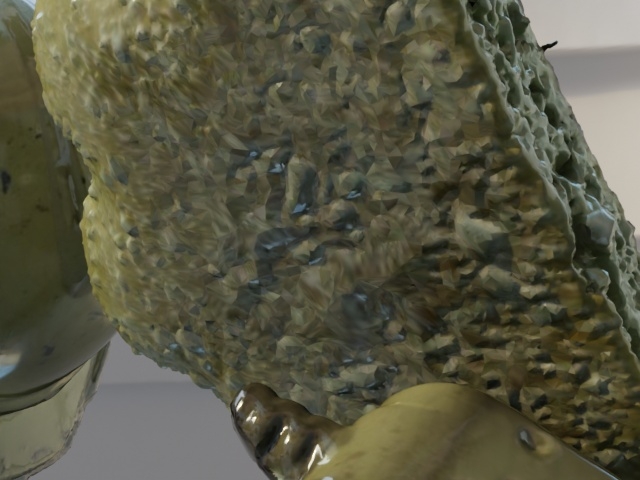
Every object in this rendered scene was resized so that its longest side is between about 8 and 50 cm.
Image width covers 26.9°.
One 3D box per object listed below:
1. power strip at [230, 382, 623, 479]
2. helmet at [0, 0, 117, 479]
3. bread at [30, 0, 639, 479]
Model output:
[{"bbox_3d":[0.131,0.153,0.345,0.387,0.066,0.092,34,-139,12],"label":"power strip"},{"bbox_3d":[-0.136,-0.019,0.620,0.204,0.137,0.257,9,-110,-48],"label":"helmet"},{"bbox_3d":[0.000,0.000,0.440,0.286,0.207,0.056,58,-140,-14],"label":"bread"}]
